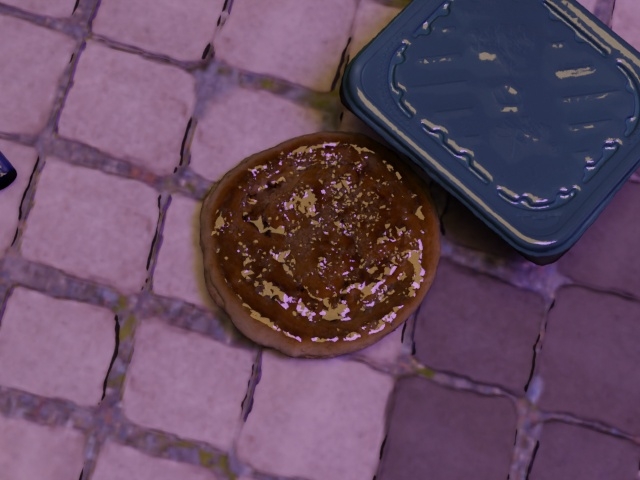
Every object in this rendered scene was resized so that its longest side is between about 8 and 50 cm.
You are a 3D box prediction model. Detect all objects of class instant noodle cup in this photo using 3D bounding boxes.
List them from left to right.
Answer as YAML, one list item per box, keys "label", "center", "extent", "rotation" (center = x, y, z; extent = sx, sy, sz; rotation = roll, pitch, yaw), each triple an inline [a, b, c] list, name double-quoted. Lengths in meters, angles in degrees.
- label: "instant noodle cup"
  center: [0.118, -0.083, 1.024]
  extent: [0.179, 0.070, 0.157]
  rotation: [41, 73, 9]

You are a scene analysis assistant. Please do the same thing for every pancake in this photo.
- label: "pancake"
  center: [0.000, 0.000, 1.010]
  extent: [0.158, 0.028, 0.158]
  rotation: [2, 70, -5]

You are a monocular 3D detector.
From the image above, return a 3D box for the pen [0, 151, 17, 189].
- label: "pen"
  center: [-0.263, -0.111, 1.026]
  extent: [0.025, 0.025, 0.204]
  rotation: [-40, 81, -15]
